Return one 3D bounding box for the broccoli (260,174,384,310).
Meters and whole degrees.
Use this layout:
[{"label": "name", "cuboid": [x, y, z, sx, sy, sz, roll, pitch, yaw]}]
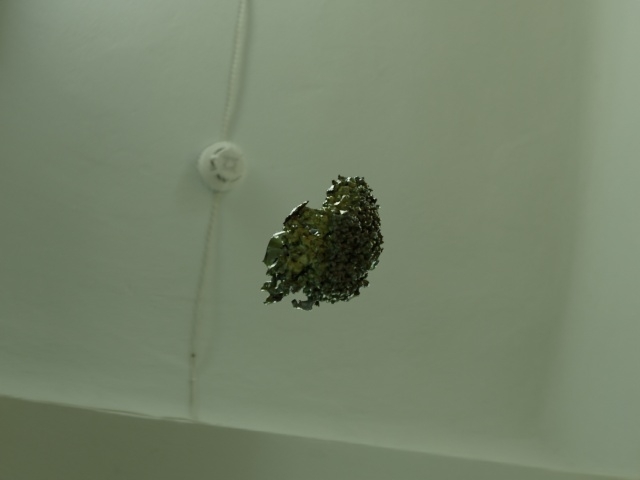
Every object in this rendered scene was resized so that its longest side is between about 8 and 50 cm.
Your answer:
[{"label": "broccoli", "cuboid": [0.000, 0.000, 0.737, 0.095, 0.092, 0.097, 12, -98, -61]}]
